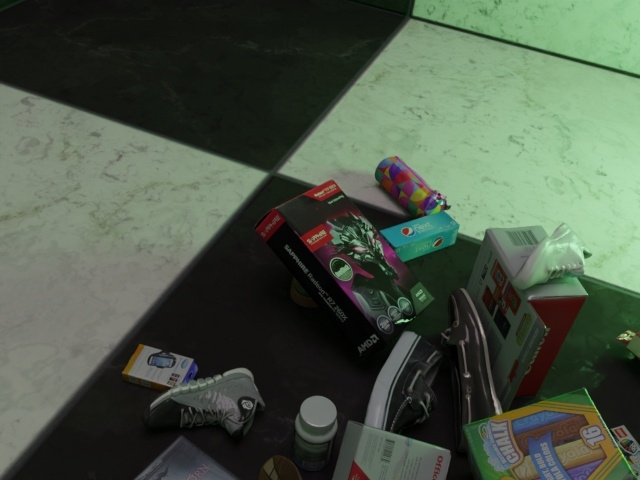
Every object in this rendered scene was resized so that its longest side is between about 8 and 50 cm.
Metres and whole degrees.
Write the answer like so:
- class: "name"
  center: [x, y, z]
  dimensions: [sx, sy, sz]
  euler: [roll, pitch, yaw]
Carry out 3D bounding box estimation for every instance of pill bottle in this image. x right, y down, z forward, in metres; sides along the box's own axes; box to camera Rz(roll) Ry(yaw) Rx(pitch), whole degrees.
- class: "pill bottle"
  center: [-0.010, 0.349, 1.243]
  dimensions: [0.078, 0.137, 0.078]
  euler: [5, 40, -4]

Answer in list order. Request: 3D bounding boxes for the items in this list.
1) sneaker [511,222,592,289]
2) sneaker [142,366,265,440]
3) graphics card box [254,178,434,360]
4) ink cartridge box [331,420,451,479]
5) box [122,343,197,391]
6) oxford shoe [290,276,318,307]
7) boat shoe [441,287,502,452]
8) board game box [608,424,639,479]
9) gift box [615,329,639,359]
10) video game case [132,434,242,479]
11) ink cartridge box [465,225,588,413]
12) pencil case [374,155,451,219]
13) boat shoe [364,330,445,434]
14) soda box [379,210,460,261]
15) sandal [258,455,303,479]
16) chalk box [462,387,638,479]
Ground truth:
- class: "sneaker"
  center: [0.432, 0.042, 1.249]
  dimensions: [0.094, 0.080, 0.212]
  euler: [43, 49, 18]
- class: "sneaker"
  center: [-0.206, 0.326, 1.283]
  dimensions: [0.228, 0.086, 0.132]
  euler: [-17, 49, -28]
- class: "graphics card box"
  center: [0.057, 0.054, 1.495]
  dimensions: [0.371, 0.094, 0.233]
  euler: [51, 39, 7]
- class: "ink cartridge box"
  center: [0.120, 0.397, 1.177]
  dimensions: [0.175, 0.072, 0.127]
  euler: [21, 77, -17]
- class: "box"
  center: [-0.318, 0.262, 1.382]
  dimensions: [0.136, 0.028, 0.081]
  euler: [16, 41, 6]
- class: "oxford shoe"
  center: [0.000, 0.000, 1.656]
  dimensions: [0.123, 0.130, 0.348]
  euler: [6, 41, -2]
- class: "boat shoe"
  center: [0.285, 0.254, 1.367]
  dimensions: [0.095, 0.112, 0.335]
  euler: [-8, 64, -2]
- class: "board game box"
  center: [0.556, 0.491, 1.232]
  dimensions: [0.193, 0.053, 0.305]
  euler: [-10, 43, -18]
- class: "gift box"
  center: [0.816, 0.204, 1.448]
  dimensions: [0.276, 0.258, 0.255]
  euler: [-12, 44, -32]
- class: "video game case"
  center: [-0.204, 0.472, 1.157]
  dimensions: [0.274, 0.026, 0.196]
  euler: [29, 45, 22]
- class: "ink cartridge box"
  center: [0.399, 0.175, 1.380]
  dimensions: [0.130, 0.309, 0.272]
  euler: [-3, 42, -12]
- class: "pencil case"
  center: [0.251, -0.142, 1.889]
  dimensions: [0.104, 0.104, 0.236]
  euler: [-20, 47, -28]
- class: "boat shoe"
  center: [0.171, 0.299, 1.342]
  dimensions: [0.119, 0.121, 0.335]
  euler: [15, 39, 15]
- class: "soda box"
  center: [0.249, -0.007, 1.754]
  dimensions: [0.210, 0.067, 0.071]
  euler: [-17, 46, -27]
- class: "sandal"
  center: [-0.042, 0.444, 1.191]
  dimensions: [0.180, 0.049, 0.072]
  euler: [26, 53, 39]
- class: "chalk box"
  center: [0.352, 0.408, 1.170]
  dimensions: [0.289, 0.180, 0.179]
  euler: [-16, 44, 2]
